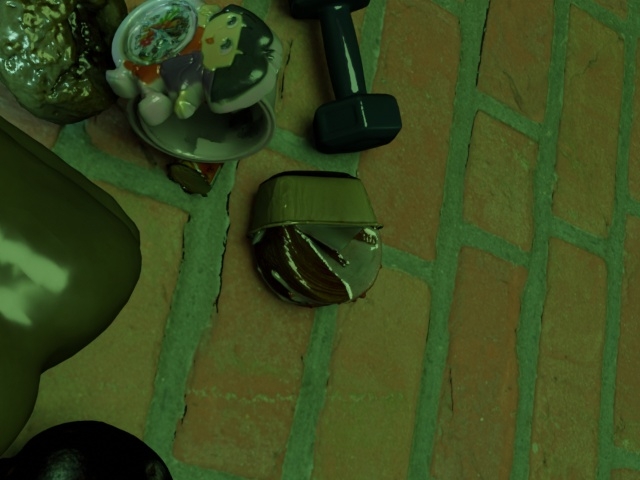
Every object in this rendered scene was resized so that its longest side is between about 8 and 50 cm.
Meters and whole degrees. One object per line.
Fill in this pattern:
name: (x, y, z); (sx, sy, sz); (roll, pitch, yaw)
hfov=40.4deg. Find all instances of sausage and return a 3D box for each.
sausage: (-0.151, -0.194, 1.350); (0.083, 0.083, 0.264); (35, 60, -23)

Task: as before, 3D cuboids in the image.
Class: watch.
watch: (-0.143, -0.194, 1.168); (0.231, 0.244, 0.196); (62, 28, -55)

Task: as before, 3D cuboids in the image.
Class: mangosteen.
mangosteen: (-0.306, 0.354, 1.039); (0.233, 0.287, 0.288); (5, 75, -63)

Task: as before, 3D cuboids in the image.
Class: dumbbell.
dumbbell: (0.038, -0.311, 1.459); (0.160, 0.144, 0.325); (-8, 84, -34)

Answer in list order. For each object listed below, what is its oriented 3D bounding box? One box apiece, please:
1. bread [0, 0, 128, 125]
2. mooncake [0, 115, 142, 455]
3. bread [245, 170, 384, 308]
bread: (-0.334, -0.266, 1.162); (0.230, 0.123, 0.230); (2, 90, -70)
mooncake: (-0.401, 0.089, 0.887); (0.262, 0.467, 0.467); (43, 60, -16)
bread: (0.000, 0.000, 1.367); (0.224, 0.142, 0.212); (0, 77, -35)
